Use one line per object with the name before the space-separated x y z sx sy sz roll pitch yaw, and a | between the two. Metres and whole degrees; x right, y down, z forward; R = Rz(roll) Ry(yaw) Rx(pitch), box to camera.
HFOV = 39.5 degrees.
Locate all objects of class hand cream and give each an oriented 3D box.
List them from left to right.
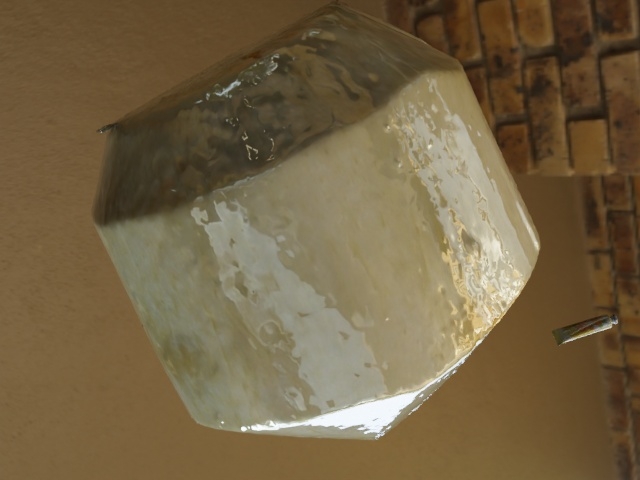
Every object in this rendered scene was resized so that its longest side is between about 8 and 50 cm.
hand cream | 0.423 0.140 1.422 0.102 0.035 0.022 -18 -51 5

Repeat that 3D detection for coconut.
coconut | 0.000 0.000 0.648 0.322 0.323 0.323 -3 -85 -39
